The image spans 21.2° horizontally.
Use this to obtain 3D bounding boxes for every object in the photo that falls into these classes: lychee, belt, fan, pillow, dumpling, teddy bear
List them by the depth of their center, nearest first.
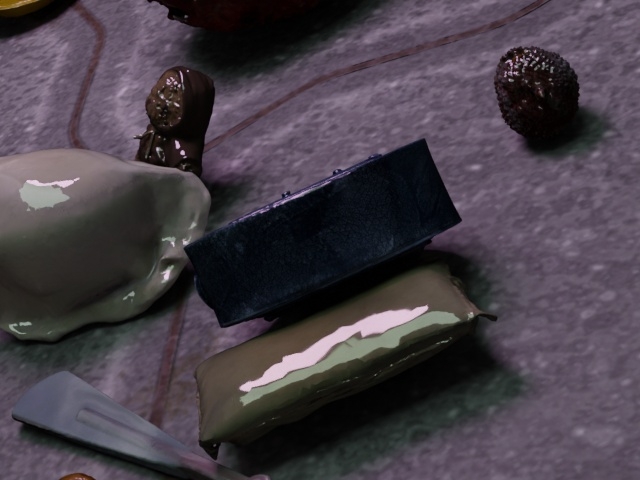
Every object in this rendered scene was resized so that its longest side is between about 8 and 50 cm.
[{"bbox_3d":[0.011,0.072,1.135,0.208,0.053,0.119,-25,14,2],"label":"pillow"},{"bbox_3d":[-0.120,0.136,1.179,0.282,0.023,0.057,13,41,45],"label":"fan"},{"bbox_3d":[0.000,0.000,1.188,0.190,0.082,0.141,-25,0,0],"label":"belt"},{"bbox_3d":[0.161,-0.111,1.281,0.083,0.068,0.067,-88,23,-72],"label":"lychee"},{"bbox_3d":[-0.199,0.003,1.334,0.229,0.151,0.124,0,1,11],"label":"dumpling"},{"bbox_3d":[-0.128,-0.069,1.413,0.160,0.078,0.119,-55,34,26],"label":"teddy bear"}]

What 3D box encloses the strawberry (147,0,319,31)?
[{"bbox_3d":[-0.067,-0.315,1.612,0.274,0.220,0.274,-2,71,6],"label":"strawberry"}]

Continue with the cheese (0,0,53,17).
[{"bbox_3d":[-0.299,-0.308,1.884,0.250,0.064,0.156,-26,39,-18],"label":"cheese"}]

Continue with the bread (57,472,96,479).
[{"bbox_3d":[-0.135,0.194,1.086,0.052,0.044,0.157,-34,33,-21],"label":"bread"}]
